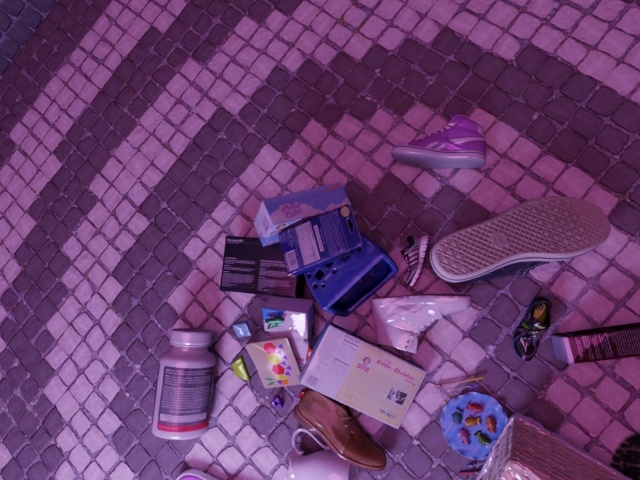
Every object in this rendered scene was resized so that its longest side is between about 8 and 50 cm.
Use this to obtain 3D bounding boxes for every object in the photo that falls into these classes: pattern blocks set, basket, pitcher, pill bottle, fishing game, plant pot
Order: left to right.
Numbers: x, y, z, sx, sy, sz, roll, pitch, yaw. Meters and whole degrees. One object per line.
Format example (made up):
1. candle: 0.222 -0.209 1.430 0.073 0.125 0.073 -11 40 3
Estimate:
1. pill bottle: -0.430 0.447 1.356 0.177 0.176 0.318 3 83 15
2. pattern blocks set: -0.134 0.376 1.293 0.286 0.026 0.324 -5 111 13
3. pitcher: 0.002 0.652 1.247 0.207 0.125 0.177 -7 71 26
4. plant pot: 0.066 0.069 1.263 0.236 0.236 0.212 -42 67 5
5. fishing game: 0.436 0.524 1.191 0.189 0.041 0.263 -11 79 15
6. basket: 0.528 0.658 0.985 0.332 0.266 0.328 28 101 27

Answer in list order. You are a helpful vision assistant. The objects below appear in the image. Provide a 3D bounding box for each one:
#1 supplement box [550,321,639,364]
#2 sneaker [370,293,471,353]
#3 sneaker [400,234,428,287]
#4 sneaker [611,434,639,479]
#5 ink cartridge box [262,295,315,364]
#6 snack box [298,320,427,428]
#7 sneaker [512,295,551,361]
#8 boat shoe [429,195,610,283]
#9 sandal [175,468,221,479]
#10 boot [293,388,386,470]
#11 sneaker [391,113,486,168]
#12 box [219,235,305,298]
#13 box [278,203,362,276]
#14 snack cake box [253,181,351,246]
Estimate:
1. supplement box: 0.749 0.265 1.102 0.240 0.130 0.073 -12 78 14
2. sneaker: 0.298 0.242 1.242 0.293 0.108 0.169 -8 81 23
3. sneaker: 0.278 0.059 1.293 0.075 0.063 0.170 13 80 16
4. sneaker: 0.829 0.653 1.039 0.147 0.130 0.329 7 76 -7
5. ink cartridge box: -0.094 0.275 1.302 0.140 0.082 0.190 5 116 15
6. snack box: 0.123 0.387 1.223 0.322 0.060 0.187 27 89 -6
7. sneaker: 0.588 0.242 1.174 0.067 0.078 0.188 22 88 17
8. boat shoe: 0.544 0.006 1.189 0.501 0.156 0.186 -17 72 0
9. sandal: -0.283 0.837 1.295 0.417 0.102 0.169 8 84 15
10. boot: 0.071 0.543 1.231 0.306 0.112 0.115 32 103 13
11. sneaker: 0.365 -0.312 1.314 0.283 0.102 0.160 4 79 4
12. box: -0.183 0.085 1.386 0.262 0.103 0.184 4 86 15
13. box: 0.000 0.000 1.168 0.226 0.036 0.136 -22 64 16
14. snack cake box: -0.056 -0.081 1.290 0.265 0.152 0.089 -17 74 -24
